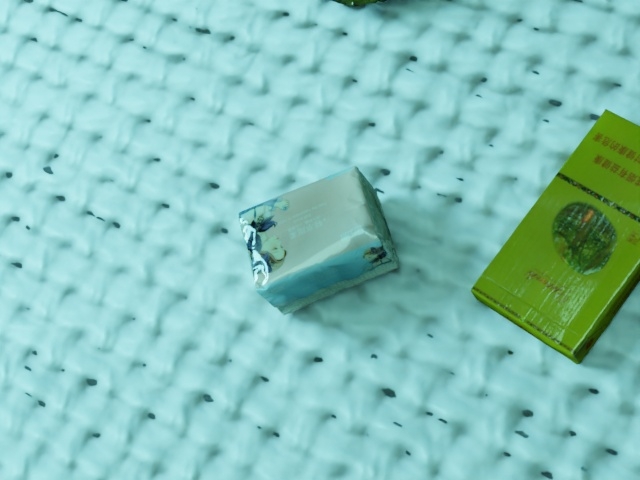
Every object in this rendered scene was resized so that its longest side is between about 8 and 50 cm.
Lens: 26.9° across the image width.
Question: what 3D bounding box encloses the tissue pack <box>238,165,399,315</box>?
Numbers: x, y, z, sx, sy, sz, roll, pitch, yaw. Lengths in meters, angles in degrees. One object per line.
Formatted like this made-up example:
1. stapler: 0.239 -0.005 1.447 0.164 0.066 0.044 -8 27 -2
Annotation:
1. tissue pack: 0.000 0.000 0.919 0.094 0.059 0.074 -23 58 10

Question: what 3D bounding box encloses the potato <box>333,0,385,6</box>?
1. potato: 0.065 -0.247 0.992 0.188 0.085 0.105 -38 57 7

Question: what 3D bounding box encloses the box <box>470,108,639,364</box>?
1. box: 0.177 -0.004 0.872 0.087 0.023 0.155 35 83 28
